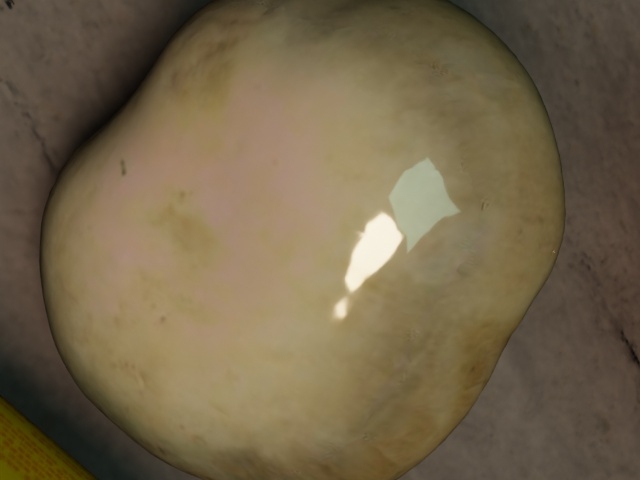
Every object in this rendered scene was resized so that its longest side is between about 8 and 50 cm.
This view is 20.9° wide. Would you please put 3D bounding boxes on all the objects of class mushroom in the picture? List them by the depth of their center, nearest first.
[{"bbox_3d":[0.000,0.000,0.861,0.234,0.260,0.254,8,79,-65],"label":"mushroom"}]

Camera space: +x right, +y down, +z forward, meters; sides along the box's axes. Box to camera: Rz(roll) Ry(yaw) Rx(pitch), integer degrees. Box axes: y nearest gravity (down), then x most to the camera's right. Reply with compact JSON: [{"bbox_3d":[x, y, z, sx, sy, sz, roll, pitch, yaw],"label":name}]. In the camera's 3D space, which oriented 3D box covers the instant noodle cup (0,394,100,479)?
[{"bbox_3d":[-0.159,0.177,0.794,0.215,0.215,0.236,-46,105,-19],"label":"instant noodle cup"}]
